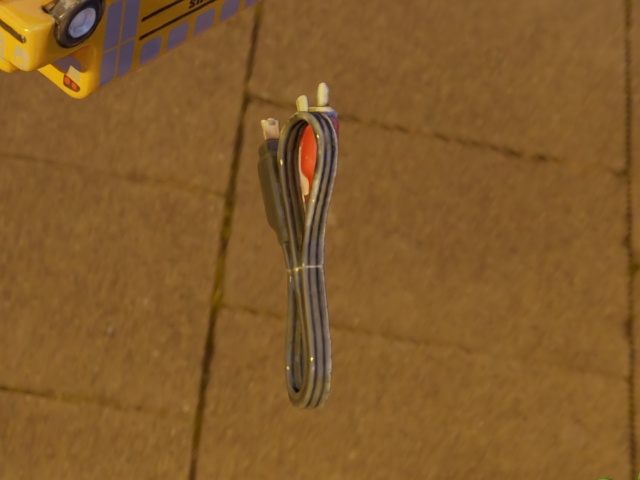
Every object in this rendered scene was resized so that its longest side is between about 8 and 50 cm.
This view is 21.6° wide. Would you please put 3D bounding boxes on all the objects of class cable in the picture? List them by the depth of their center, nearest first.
[{"bbox_3d":[0.000,0.000,1.482,0.072,0.139,0.287,-4,76,-30],"label":"cable"}]

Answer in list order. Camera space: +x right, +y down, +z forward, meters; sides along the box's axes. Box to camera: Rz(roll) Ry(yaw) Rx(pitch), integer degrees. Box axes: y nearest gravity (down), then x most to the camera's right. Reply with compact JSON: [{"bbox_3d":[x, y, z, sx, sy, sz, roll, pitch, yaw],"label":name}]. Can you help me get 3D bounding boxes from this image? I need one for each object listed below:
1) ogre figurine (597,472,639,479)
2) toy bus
[{"bbox_3d":[0.271,0.227,1.344,0.197,0.097,0.118,-7,19,-14],"label":"ogre figurine"},{"bbox_3d":[-0.162,-0.229,1.456,0.108,0.130,0.332,38,50,21],"label":"toy bus"}]
